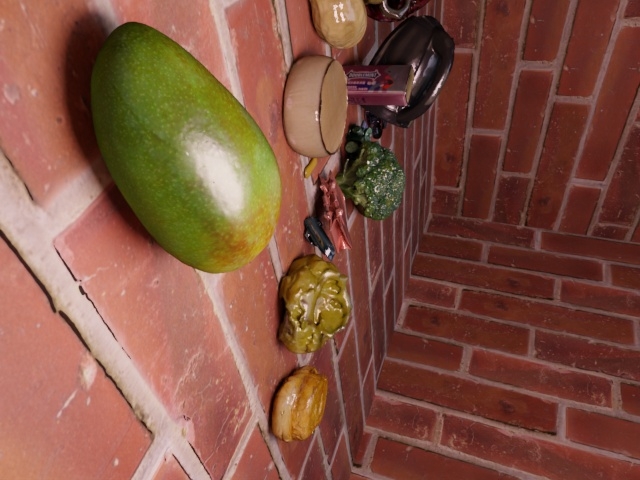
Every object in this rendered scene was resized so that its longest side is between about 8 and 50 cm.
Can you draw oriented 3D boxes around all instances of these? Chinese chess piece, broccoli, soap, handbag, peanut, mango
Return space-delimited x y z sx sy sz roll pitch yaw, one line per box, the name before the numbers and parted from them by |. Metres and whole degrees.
Chinese chess piece | -0.006 -0.333 1.240 0.249 0.102 0.250 9 90 -72
broccoli | 0.158 -0.189 1.594 0.261 0.241 0.269 55 43 -53
soap | -0.027 -0.205 1.382 0.089 0.012 0.034 -62 154 -44
handbag | 0.045 -0.084 1.459 0.157 0.059 0.213 66 12 -55
peanut | 0.037 -0.575 1.189 0.319 0.147 0.148 54 49 -69
mango | -0.178 -0.115 0.701 0.225 0.201 0.382 -45 136 -24

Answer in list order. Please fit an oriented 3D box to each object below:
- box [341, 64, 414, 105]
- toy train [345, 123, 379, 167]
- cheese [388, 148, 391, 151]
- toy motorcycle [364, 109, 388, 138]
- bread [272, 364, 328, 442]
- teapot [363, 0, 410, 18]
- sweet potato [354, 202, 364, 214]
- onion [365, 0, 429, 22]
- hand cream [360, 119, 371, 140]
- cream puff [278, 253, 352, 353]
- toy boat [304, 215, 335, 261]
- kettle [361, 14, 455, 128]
box | 0.156 -0.459 1.462 0.069 0.223 0.120 54 47 -58
toy train | 0.139 -0.316 1.713 0.132 0.083 0.200 -69 155 -7
cheese | 0.261 -0.340 2.075 0.163 0.070 0.249 80 27 -48
toy motorcycle | 0.213 -0.484 1.842 0.213 0.082 0.123 69 34 -53
bread | -0.061 0.483 1.462 0.236 0.120 0.199 -18 119 -69
teapot | 0.164 -0.746 1.354 0.182 0.269 0.173 -45 -161 0
sweet potato | 0.206 -0.153 1.939 0.422 0.130 0.131 -11 110 -77
onion | 0.226 -0.795 1.524 0.280 0.221 0.281 -12 113 -30
hand cream | 0.178 -0.327 1.885 0.088 0.055 0.256 -68 152 -43
cream puff | -0.007 0.182 1.374 0.282 0.185 0.282 10 90 -75
toy boat | 0.000 0.000 1.420 0.141 0.060 0.055 59 12 14
kettle | 0.287 -0.532 1.552 0.324 0.228 0.321 -61 -145 26
